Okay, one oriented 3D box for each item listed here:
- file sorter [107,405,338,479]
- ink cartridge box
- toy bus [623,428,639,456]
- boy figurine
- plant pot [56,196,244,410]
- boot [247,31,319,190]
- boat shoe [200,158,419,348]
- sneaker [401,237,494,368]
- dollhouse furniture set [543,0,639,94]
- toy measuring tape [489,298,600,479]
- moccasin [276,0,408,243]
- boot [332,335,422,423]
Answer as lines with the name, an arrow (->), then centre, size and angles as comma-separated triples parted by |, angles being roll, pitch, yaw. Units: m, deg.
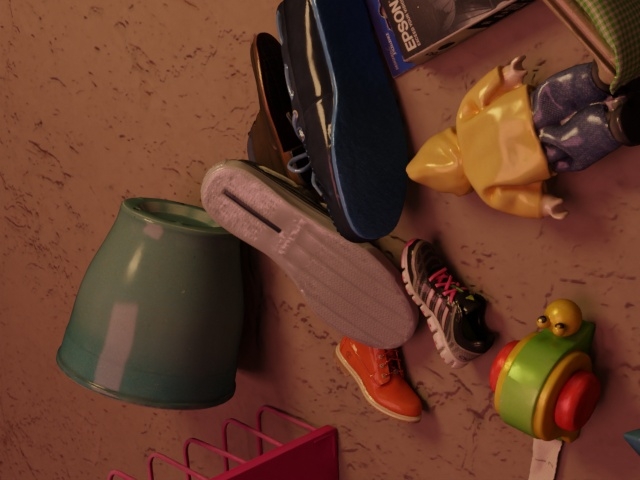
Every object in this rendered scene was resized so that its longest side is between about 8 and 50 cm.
file sorter -> -0.138, 0.386, 1.427 | 0.182, 0.290, 0.202 | 13, 112, 45
ink cartridge box -> 0.149, -0.310, 1.076 | 0.332, 0.065, 0.165 | -24, 86, 47
toy bus -> 0.389, 0.195, 0.963 | 0.191, 0.202, 0.104 | 67, 167, -4
boy figurine -> 0.215, -0.101, 1.057 | 0.285, 0.092, 0.177 | -23, 87, 47
plant pot -> -0.232, 0.078, 1.457 | 0.271, 0.271, 0.255 | 22, 104, 39
boot -> -0.074, -0.164, 1.332 | 0.106, 0.082, 0.219 | -14, 95, 44
boat shoe -> 0.000, 0.000, 1.277 | 0.335, 0.119, 0.121 | 42, 115, -3
sneaker -> 0.159, 0.070, 1.189 | 0.075, 0.063, 0.170 | -24, 91, 47
dollhouse furniture set -> 0.324, -0.199, 0.806 | 0.301, 0.197, 0.151 | 51, 135, 8
toy measuring tape -> 0.241, 0.219, 1.117 | 0.121, 0.121, 0.330 | 25, 120, 37
moccasin -> 0.024, -0.161, 1.222 | 0.117, 0.137, 0.342 | -19, 75, 51
boot -> 0.085, 0.170, 1.300 | 0.158, 0.059, 0.085 | 45, 125, 27
